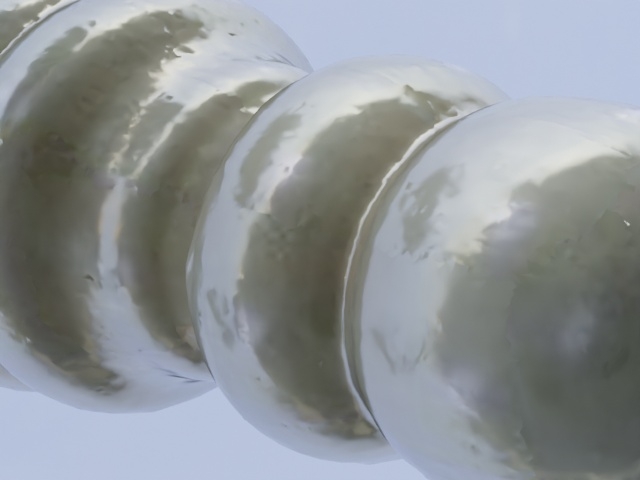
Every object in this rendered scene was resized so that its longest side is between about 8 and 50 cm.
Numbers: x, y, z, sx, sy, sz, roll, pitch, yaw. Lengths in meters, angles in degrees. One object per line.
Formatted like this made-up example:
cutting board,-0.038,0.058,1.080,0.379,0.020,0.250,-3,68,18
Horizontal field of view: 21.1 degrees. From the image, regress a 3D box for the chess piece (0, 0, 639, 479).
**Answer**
chess piece,0.000,0.000,0.546,0.167,0.300,0.167,-12,-72,-41
